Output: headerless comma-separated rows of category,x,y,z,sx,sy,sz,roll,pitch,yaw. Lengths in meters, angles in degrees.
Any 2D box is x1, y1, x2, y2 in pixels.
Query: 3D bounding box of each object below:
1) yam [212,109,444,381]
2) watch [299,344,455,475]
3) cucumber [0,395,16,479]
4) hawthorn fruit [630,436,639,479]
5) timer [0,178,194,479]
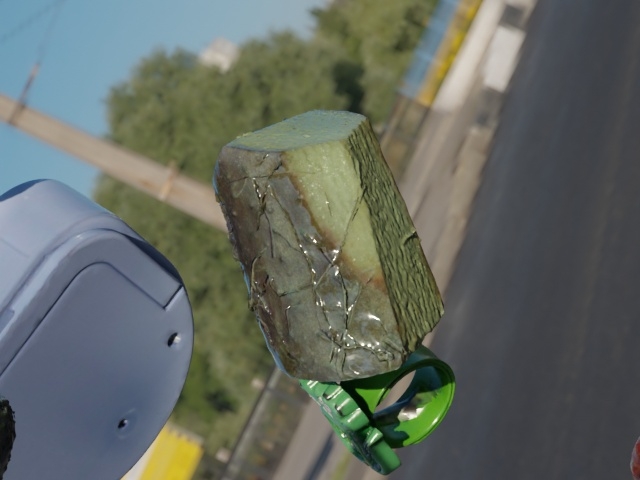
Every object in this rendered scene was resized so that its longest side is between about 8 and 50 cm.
yam,-0.003,0.000,1.784,0.202,0.201,0.271,-33,-70,-62
watch,0.080,0.179,1.909,0.152,0.131,0.165,-38,-45,-11
cucumber,-0.229,0.155,0.991,0.245,0.067,0.067,-98,33,-72
hawthorn fruit,0.578,0.363,2.305,0.275,0.299,0.275,11,-90,-70
timer,-0.318,0.145,1.875,0.395,0.173,0.395,-30,-46,-36
